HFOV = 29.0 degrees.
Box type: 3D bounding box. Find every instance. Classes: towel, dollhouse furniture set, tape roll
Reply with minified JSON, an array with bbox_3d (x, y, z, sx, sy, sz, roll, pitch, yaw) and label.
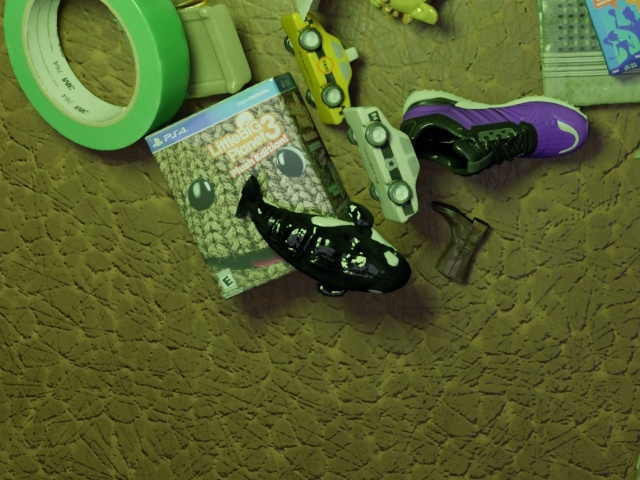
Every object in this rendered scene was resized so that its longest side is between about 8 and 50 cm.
[{"bbox_3d":[0.489,-0.366,1.887,0.324,0.056,0.312,-2,103,8],"label":"towel"},{"bbox_3d":[-0.214,-0.387,1.982,0.198,0.151,0.301,-2,120,33],"label":"dollhouse furniture set"},{"bbox_3d":[-0.356,-0.303,1.949,0.321,0.077,0.321,16,123,26],"label":"tape roll"}]

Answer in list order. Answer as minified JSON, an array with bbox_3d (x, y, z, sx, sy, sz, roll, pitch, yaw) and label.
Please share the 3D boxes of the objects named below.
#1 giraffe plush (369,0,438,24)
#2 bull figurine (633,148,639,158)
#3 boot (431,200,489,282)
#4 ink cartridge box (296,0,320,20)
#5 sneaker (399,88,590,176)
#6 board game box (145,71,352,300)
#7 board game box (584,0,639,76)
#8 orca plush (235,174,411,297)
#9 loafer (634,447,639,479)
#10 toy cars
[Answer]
[{"bbox_3d":[0.144,-0.422,1.879,0.210,0.181,0.170,-13,124,-11],"label":"giraffe plush"},{"bbox_3d":[0.602,-0.102,1.880,0.310,0.101,0.188,-42,104,12],"label":"bull figurine"},{"bbox_3d":[0.206,0.005,2.008,0.106,0.037,0.114,27,108,6],"label":"boot"},{"bbox_3d":[0.010,-0.416,1.875,0.045,0.179,0.145,18,113,-16],"label":"ink cartridge box"},{"bbox_3d":[0.262,-0.149,1.898,0.293,0.146,0.102,4,128,12],"label":"sneaker"},{"bbox_3d":[-0.102,-0.089,1.985,0.232,0.141,0.291,-24,96,13],"label":"board game box"},{"bbox_3d":[0.472,-0.370,1.835,0.160,0.047,0.210,-20,99,12],"label":"board game box"},{"bbox_3d":[0.000,0.000,1.858,0.287,0.102,0.151,40,104,0],"label":"orca plush"},{"bbox_3d":[0.542,0.375,2.013,0.056,0.050,0.148,10,102,7],"label":"loafer"},{"bbox_3d":[0.061,-0.204,1.904,0.087,0.176,0.393,-25,62,-12],"label":"toy cars"}]
